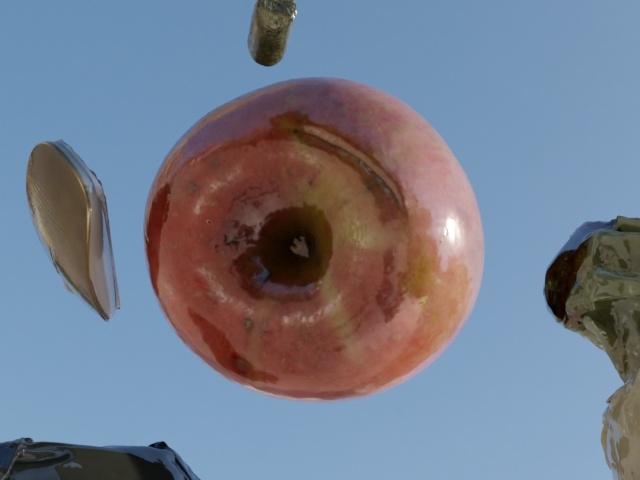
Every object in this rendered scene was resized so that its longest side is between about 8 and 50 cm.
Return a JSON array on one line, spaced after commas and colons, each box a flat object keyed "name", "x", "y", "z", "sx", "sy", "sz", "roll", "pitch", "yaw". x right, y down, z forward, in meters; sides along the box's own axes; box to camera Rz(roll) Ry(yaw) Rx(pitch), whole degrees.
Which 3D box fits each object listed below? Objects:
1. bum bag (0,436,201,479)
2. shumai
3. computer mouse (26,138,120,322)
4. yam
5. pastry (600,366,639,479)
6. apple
[{"name": "bum bag", "x": -0.236, "y": 0.266, "z": 1.301, "sx": 0.326, "sy": 0.142, "sz": 0.079, "roll": 14, "pitch": -55, "yaw": -37}, {"name": "shumai", "x": 0.316, "y": 0.097, "z": 1.148, "sx": 0.222, "sy": 0.225, "sz": 0.260, "roll": -1, "pitch": -80, "yaw": 22}, {"name": "computer mouse", "x": -0.269, "y": -0.003, "z": 1.371, "sx": 0.126, "sy": 0.056, "sz": 0.245, "roll": 47, "pitch": -26, "yaw": 27}, {"name": "yam", "x": -0.047, "y": -0.202, "z": 1.200, "sx": 0.043, "sy": 0.043, "sz": 0.094, "roll": 29, "pitch": -16, "yaw": 0}, {"name": "pastry", "x": 0.240, "y": 0.100, "z": 0.749, "sx": 0.166, "sy": 0.166, "sz": 0.088, "roll": 101, "pitch": -33, "yaw": -53}, {"name": "apple", "x": 0.000, "y": 0.000, "z": 1.383, "sx": 0.364, "sy": 0.364, "sz": 0.364, "roll": 18, "pitch": -37, "yaw": 15}]
